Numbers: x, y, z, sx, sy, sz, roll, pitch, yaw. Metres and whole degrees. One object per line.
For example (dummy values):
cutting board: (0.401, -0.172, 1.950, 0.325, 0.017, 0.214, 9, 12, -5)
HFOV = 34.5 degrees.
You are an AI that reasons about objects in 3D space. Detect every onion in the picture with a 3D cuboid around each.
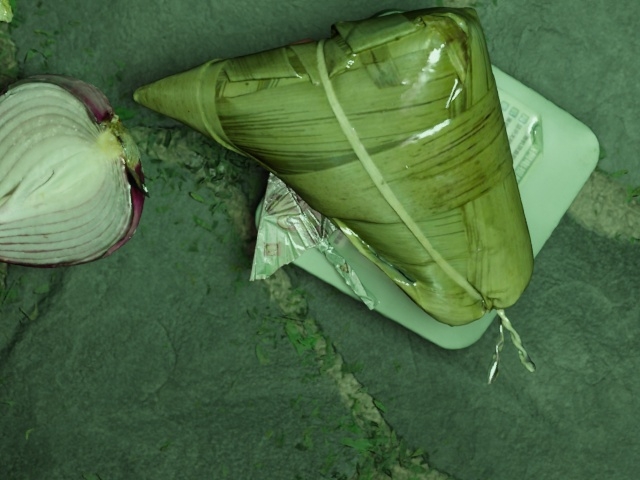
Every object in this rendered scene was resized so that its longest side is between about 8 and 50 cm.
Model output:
onion: (-0.406, -0.076, 1.461, 0.349, 0.159, 0.267, -24, 92, 11)

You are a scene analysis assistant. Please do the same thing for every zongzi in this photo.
zongzi: (0.038, -0.039, 1.390, 0.467, 0.218, 0.500, -9, 112, 23)

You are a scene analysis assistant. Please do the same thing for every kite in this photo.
kite: (0.000, 0.000, 1.453, 0.229, 0.012, 0.250, -34, 99, 7)

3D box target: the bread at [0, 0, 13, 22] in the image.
bread: (-0.489, -0.387, 1.431, 0.154, 0.054, 0.136, 19, 100, -9)

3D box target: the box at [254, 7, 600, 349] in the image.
box: (0.153, -0.083, 1.503, 0.396, 0.111, 0.396, 31, 101, -10)

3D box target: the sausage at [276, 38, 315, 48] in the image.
sausage: (-0.103, -0.249, 1.491, 0.223, 0.029, 0.029, -19, 104, 3)
